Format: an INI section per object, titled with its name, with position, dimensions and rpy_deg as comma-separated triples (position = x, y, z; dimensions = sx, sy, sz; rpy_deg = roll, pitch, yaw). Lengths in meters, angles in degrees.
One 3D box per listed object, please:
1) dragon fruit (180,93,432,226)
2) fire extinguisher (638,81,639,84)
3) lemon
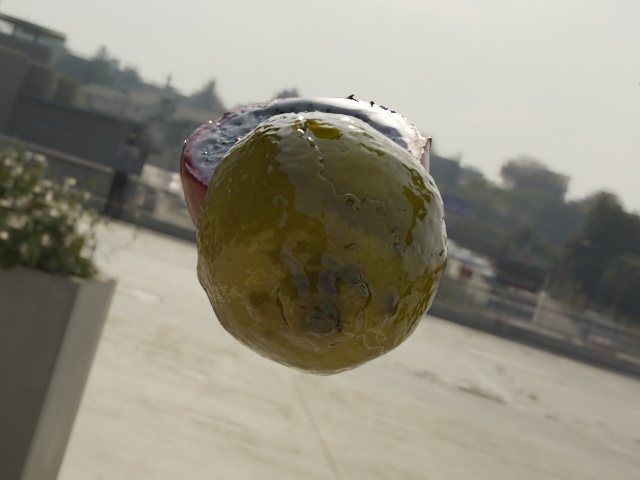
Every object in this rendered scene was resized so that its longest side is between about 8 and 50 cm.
[dragon fruit]
position = -0.004, -0.029, 1.541
dimensions = 0.290, 0.189, 0.291
rpy_deg = -4, 33, 3
[fire extinguisher]
position = 0.424, -0.144, 1.097
dimensions = 0.337, 0.106, 0.147
rpy_deg = 10, 6, 11
[lemon]
position = 0.000, 0.000, 1.133
dimensions = 0.204, 0.204, 0.260
rpy_deg = 17, 26, -10
